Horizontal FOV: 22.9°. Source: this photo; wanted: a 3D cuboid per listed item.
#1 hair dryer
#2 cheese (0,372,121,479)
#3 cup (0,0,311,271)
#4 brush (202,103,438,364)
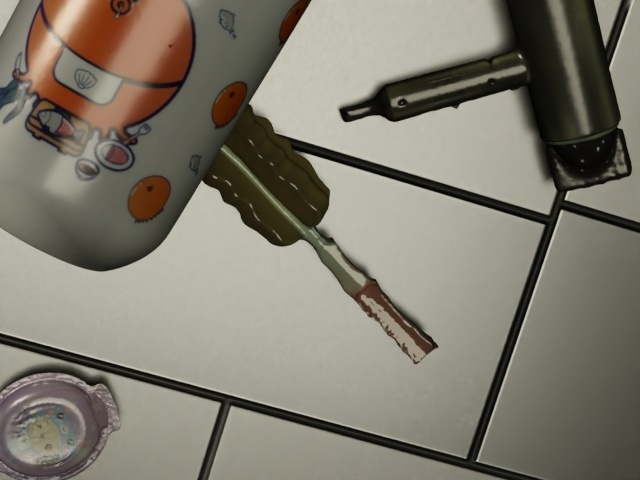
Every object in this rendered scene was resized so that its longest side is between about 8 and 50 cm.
[{"bbox_3d":[0.145,-0.121,1.449,0.248,0.078,0.196,-14,103,6],"label":"hair dryer"},{"bbox_3d":[-0.279,0.183,1.460,0.190,0.042,0.105,-20,101,0],"label":"cheese"},{"bbox_3d":[-0.162,-0.144,1.328,0.212,0.212,0.317,29,98,-11],"label":"cup"},{"bbox_3d":[0.000,0.000,1.448,0.084,0.071,0.301,-41,103,14],"label":"brush"}]
